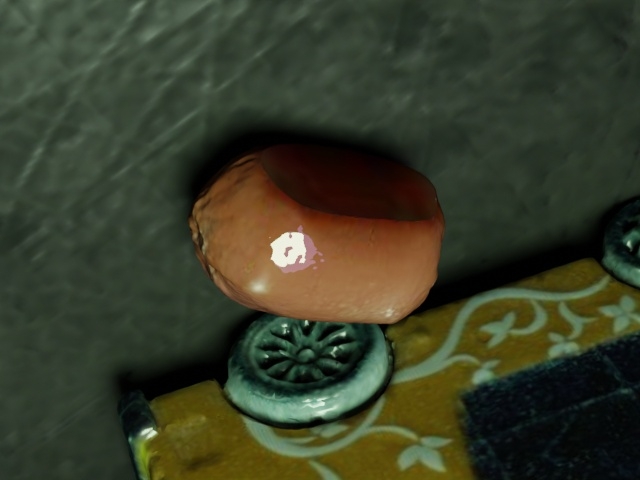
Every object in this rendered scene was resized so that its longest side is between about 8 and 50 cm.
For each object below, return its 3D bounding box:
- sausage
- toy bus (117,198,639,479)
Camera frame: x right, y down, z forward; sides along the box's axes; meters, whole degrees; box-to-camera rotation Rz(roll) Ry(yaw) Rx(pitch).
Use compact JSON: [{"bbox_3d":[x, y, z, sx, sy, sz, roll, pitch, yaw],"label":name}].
[{"bbox_3d":[0.000,0.000,0.559,0.094,0.059,0.054,7,133,-31],"label":"sausage"},{"bbox_3d":[0.111,0.106,0.593,0.323,0.194,0.162,-17,127,-10],"label":"toy bus"}]
